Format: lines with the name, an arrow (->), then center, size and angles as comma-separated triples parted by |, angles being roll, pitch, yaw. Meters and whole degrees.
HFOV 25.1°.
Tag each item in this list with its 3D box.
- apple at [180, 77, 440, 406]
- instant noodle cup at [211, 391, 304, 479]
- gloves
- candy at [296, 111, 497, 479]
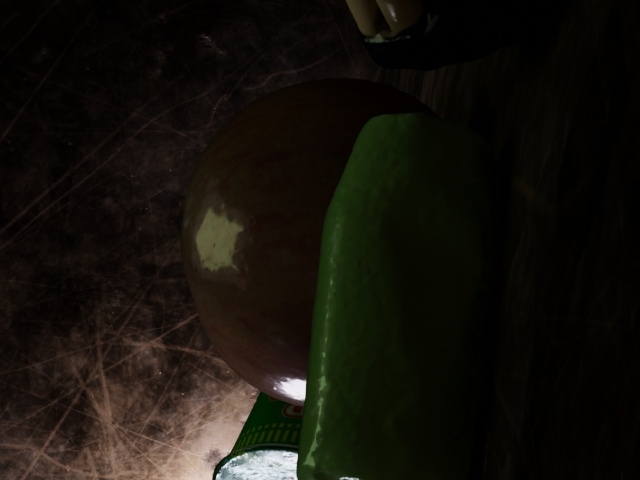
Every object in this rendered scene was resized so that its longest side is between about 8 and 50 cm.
apple -> 0.000, 0.000, 1.413 | 0.345, 0.269, 0.345 | -171, 90, -88
instant noodle cup -> 0.007, 0.196, 1.577 | 0.207, 0.207, 0.233 | 102, -176, -49
gloves -> 0.109, -0.218, 1.096 | 0.152, 0.197, 0.301 | 64, -175, 18
candy -> 0.064, 0.059, 1.154 | 0.132, 0.142, 0.343 | 85, -167, -61
